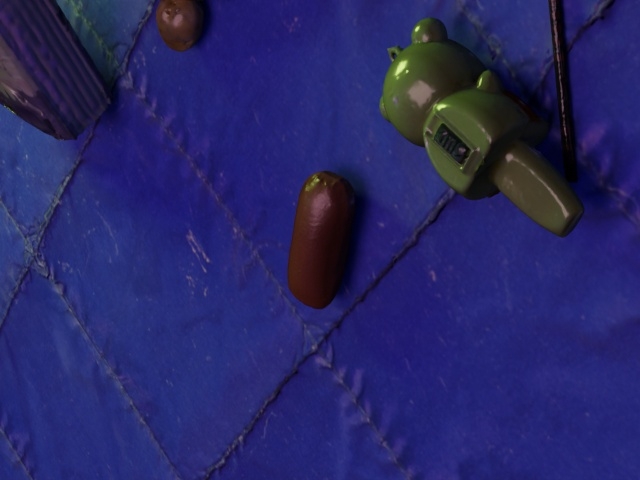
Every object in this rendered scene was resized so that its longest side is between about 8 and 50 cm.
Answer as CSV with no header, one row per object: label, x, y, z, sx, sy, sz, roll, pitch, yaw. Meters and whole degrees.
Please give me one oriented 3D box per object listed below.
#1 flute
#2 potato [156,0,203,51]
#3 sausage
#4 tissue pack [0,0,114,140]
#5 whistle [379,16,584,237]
flute,0.237,-0.188,1.157,0.014,0.014,0.270,7,111,46
potato,-0.185,-0.290,1.541,0.083,0.062,0.068,87,157,-52
sausage,0.000,0.000,1.451,0.077,0.077,0.194,34,129,33
tissue pack,-0.462,-0.321,1.663,0.242,0.125,0.344,32,158,37
whistle,0.162,-0.112,1.200,0.288,0.106,0.131,46,132,25
